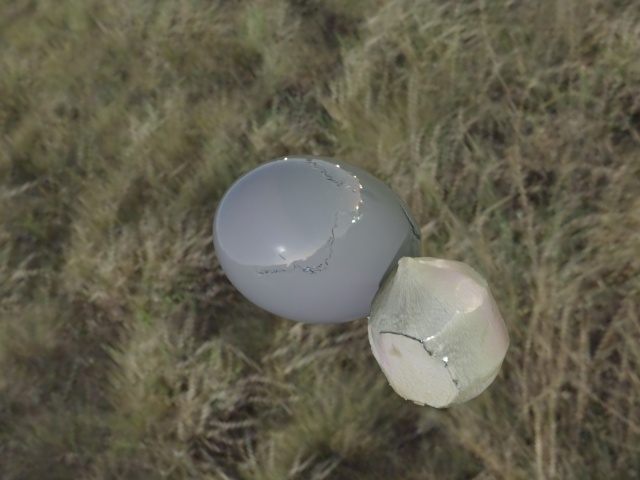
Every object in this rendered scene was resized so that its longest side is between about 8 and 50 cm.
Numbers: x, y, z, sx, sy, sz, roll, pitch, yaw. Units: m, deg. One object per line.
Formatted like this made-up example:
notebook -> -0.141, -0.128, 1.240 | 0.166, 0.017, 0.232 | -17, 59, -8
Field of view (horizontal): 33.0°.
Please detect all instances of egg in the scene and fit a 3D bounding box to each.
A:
egg -> 0.000, 0.000, 0.945 | 0.146, 0.198, 0.147 | -20, 66, 57

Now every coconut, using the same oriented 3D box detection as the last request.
coconut -> 0.089, 0.067, 0.862 | 0.110, 0.124, 0.110 | -28, 16, 9
